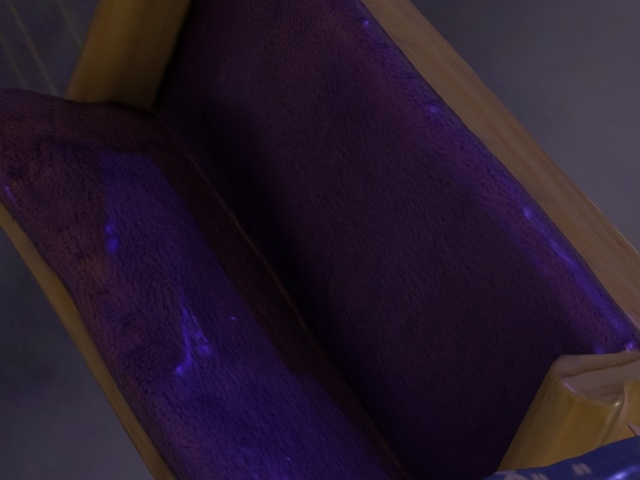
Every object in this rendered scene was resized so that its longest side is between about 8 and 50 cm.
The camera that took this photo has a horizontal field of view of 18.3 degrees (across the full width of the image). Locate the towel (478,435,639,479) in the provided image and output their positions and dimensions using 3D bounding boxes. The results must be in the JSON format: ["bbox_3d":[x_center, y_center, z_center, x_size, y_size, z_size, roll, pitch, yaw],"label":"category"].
[{"bbox_3d":[0.160,0.113,0.410,0.336,0.243,0.040,-13,-45,-18],"label":"towel"}]

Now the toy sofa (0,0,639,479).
[{"bbox_3d":[0.000,0.000,0.785,0.177,0.362,0.150,2,-54,-35],"label":"toy sofa"}]

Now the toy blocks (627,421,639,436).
[{"bbox_3d":[0.168,0.224,0.598,0.288,0.309,0.260,41,-134,-47],"label":"toy blocks"}]
